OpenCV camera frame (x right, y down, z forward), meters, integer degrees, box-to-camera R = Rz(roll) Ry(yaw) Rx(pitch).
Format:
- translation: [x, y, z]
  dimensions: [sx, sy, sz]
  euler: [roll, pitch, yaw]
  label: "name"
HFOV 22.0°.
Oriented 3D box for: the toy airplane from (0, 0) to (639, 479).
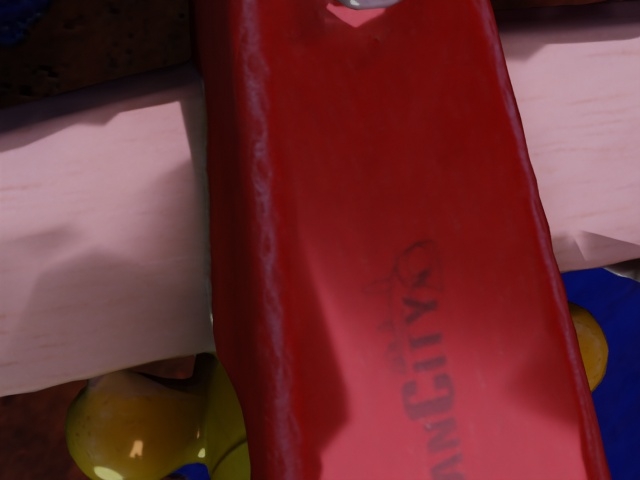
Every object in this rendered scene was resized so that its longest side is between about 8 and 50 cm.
- translation: [0.000, 0.000, 0.510]
  dimensions: [0.386, 0.272, 0.384]
  euler: [34, 86, -12]
  label: "toy airplane"
